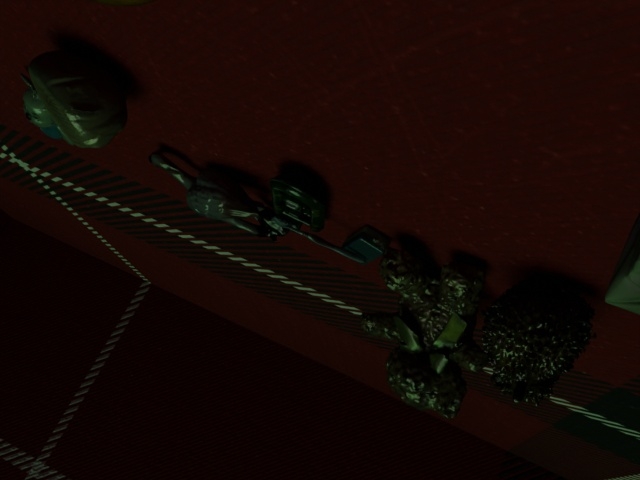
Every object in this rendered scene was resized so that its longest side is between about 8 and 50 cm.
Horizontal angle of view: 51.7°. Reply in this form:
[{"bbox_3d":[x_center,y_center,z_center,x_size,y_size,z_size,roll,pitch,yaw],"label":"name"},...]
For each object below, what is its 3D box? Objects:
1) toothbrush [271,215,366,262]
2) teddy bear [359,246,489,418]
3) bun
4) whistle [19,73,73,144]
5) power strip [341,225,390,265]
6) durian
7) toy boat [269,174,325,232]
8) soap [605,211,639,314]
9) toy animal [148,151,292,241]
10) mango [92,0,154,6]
[{"bbox_3d":[0.000,0.000,1.162,0.193,0.013,0.019,26,155,-19],"label":"toothbrush"},{"bbox_3d":[0.177,0.165,1.152,0.246,0.223,0.296,13,161,22],"label":"teddy bear"},{"bbox_3d":[-0.371,-0.226,1.046,0.173,0.113,0.167,48,161,13],"label":"bun"},{"bbox_3d":[-0.531,-0.242,1.308,0.114,0.077,0.236,46,166,4],"label":"whistle"},{"bbox_3d":[0.080,0.010,1.185,0.056,0.032,0.123,29,162,-8],"label":"power strip"},{"bbox_3d":[0.319,0.156,0.989,0.167,0.196,0.196,10,156,31],"label":"durian"},{"bbox_3d":[-0.039,-0.064,1.117,0.104,0.052,0.210,28,166,6],"label":"toy boat"},{"bbox_3d":[0.308,-0.040,0.440,0.138,0.199,0.182,24,162,18],"label":"soap"},{"bbox_3d":[-0.205,-0.086,1.236,0.324,0.090,0.195,29,172,-1],"label":"toy animal"},{"bbox_3d":[-0.206,-0.278,0.631,0.165,0.089,0.115,-8,146,-5],"label":"mango"}]
